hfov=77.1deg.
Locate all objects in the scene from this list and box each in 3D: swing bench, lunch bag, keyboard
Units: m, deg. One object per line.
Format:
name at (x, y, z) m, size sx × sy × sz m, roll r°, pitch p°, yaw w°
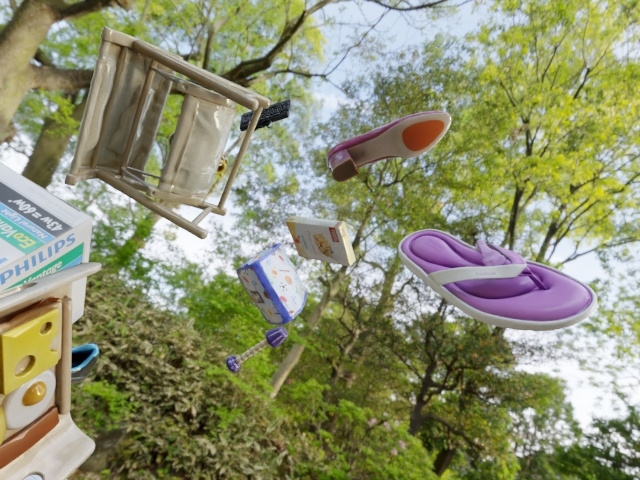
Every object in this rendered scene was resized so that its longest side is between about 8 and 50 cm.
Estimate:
swing bench at (-0.259, -0.180, 0.701) m, size 0.255 × 0.165 × 0.253 m, roll 24°, pitch -72°, yaw -8°
lunch bag at (-0.229, 0.211, 1.936) m, size 0.327 × 0.239 × 0.385 m, roll 60°, pitch 1°, yaw -7°
keyboard at (-0.190, -0.415, 1.334) m, size 0.192 × 0.100 × 0.038 m, roll -11°, pitch -25°, yaw 22°

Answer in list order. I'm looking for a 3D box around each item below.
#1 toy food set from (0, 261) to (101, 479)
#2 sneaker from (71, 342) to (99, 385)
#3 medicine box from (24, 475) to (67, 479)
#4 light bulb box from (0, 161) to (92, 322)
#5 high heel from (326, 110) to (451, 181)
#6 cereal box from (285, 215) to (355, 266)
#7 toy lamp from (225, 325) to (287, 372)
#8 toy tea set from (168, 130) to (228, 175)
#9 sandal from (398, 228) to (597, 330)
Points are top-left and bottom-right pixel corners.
toy food set at (-0.338, 0.190, 0.443) m, size 0.093 × 0.220 × 0.306 m, roll 18°, pitch -70°, yaw 11°
sneaker at (-0.787, 0.360, 1.098) m, size 0.140 × 0.341 × 0.125 m, roll -43°, pitch -106°, yaw 29°
medicine box at (-0.854, 0.734, 1.090) m, size 0.264 × 0.149 × 0.289 m, roll 33°, pitch -10°, yaw 9°
light bulb box at (-0.726, 0.035, 0.857) m, size 0.358 × 0.225 × 0.361 m, roll 32°, pitch -54°, yaw 1°
high heel at (0.190, -0.308, 1.208) m, size 0.378 × 0.181 × 0.127 m, roll -20°, pitch -58°, yaw 9°
cereal box at (0.000, 0.000, 1.455) m, size 0.240 × 0.047 × 0.172 m, roll 9°, pitch -48°, yaw 37°
toy lamp at (-0.249, 0.429, 1.595) m, size 0.275 × 0.080 × 0.080 m, roll -35°, pitch -61°, yaw 16°
toy tea set at (-0.452, -0.326, 1.520) m, size 0.124 × 0.200 × 0.336 m, roll 54°, pitch -19°, yaw 29°
sandal at (0.295, 0.050, 0.782) m, size 0.416 × 0.169 × 0.102 m, roll 24°, pitch -34°, yaw 53°
